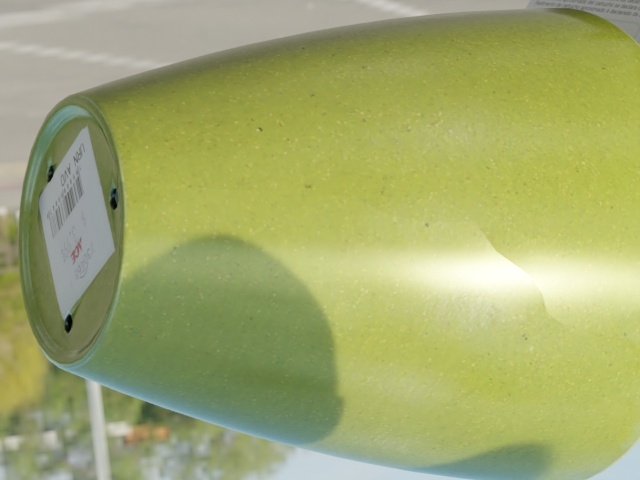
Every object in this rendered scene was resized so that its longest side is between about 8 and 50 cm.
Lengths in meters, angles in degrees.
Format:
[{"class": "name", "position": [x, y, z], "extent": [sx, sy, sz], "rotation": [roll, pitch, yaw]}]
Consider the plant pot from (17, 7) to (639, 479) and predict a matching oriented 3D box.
[{"class": "plant pot", "position": [0.000, 0.000, 0.928], "extent": [0.293, 0.275, 0.275], "rotation": [2, 175, -30]}]

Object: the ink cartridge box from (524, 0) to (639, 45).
[{"class": "ink cartridge box", "position": [0.300, -0.177, 1.101], "extent": [0.151, 0.395, 0.270], "rotation": [36, 171, -32]}]
